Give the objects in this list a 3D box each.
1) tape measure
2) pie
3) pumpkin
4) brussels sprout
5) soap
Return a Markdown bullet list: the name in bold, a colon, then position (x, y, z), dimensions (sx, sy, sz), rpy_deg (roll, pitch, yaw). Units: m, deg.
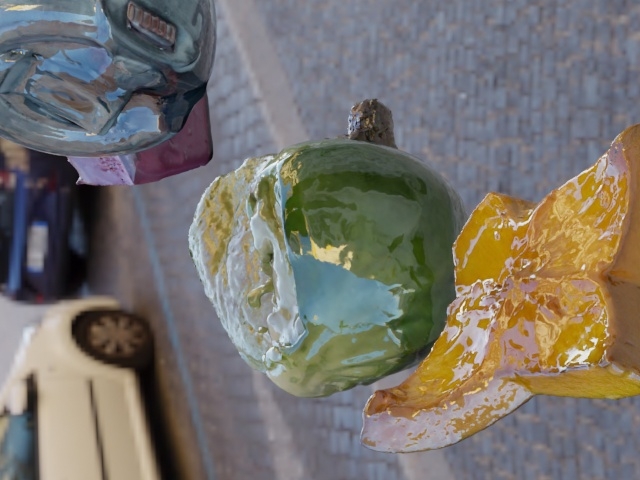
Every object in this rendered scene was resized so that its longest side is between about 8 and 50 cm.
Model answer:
- **tape measure**: position (-0.233, -0.185, 1.309), dimensions (0.256, 0.275, 0.147), rpy_deg (133, 146, -54)
- **pie**: position (-0.016, 0.021, 2.225), dimensions (0.418, 0.180, 0.395), rpy_deg (-29, 56, 22)
- **pumpkin**: position (0.178, 0.050, 1.249), dimensions (0.290, 0.095, 0.258), rpy_deg (-20, 47, 41)
- **brussels sprout**: position (0.053, 0.041, 1.891), dimensions (0.276, 0.315, 0.371), rpy_deg (-95, 16, -54)
- **soap**: position (-0.234, -0.226, 1.628), dimensions (0.127, 0.220, 0.325), rpy_deg (-3, 100, 29)
